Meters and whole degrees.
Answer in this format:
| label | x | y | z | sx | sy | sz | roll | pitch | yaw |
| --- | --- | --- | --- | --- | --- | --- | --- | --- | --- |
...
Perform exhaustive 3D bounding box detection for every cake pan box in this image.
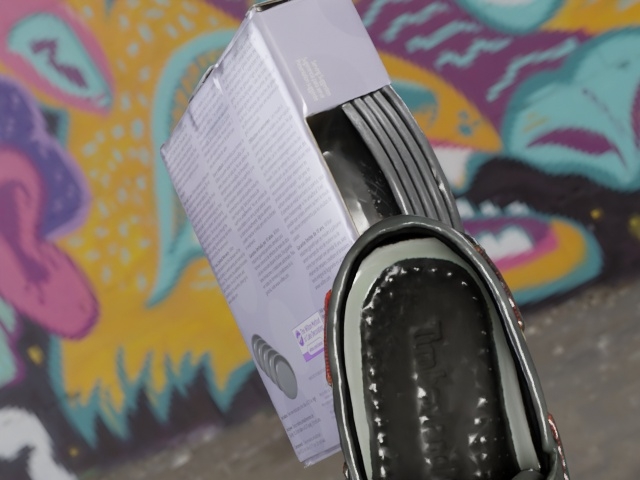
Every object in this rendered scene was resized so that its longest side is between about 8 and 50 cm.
| label | x | y | z | sx | sy | sz | roll | pitch | yaw |
| --- | --- | --- | --- | --- | --- | --- | --- | --- | --- |
| cake pan box | 0.000 | 0.000 | 1.012 | 0.070 | 0.245 | 0.267 | -24 | -8 | -23 |

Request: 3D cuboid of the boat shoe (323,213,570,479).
| label | x | y | z | sx | sy | sz | roll | pitch | yaw |
| --- | --- | --- | --- | --- | --- | --- | --- | --- | --- |
| boat shoe | 0.029 | 0.059 | 0.337 | 0.049 | 0.133 | 0.042 | -14 | -12 | 8 |
